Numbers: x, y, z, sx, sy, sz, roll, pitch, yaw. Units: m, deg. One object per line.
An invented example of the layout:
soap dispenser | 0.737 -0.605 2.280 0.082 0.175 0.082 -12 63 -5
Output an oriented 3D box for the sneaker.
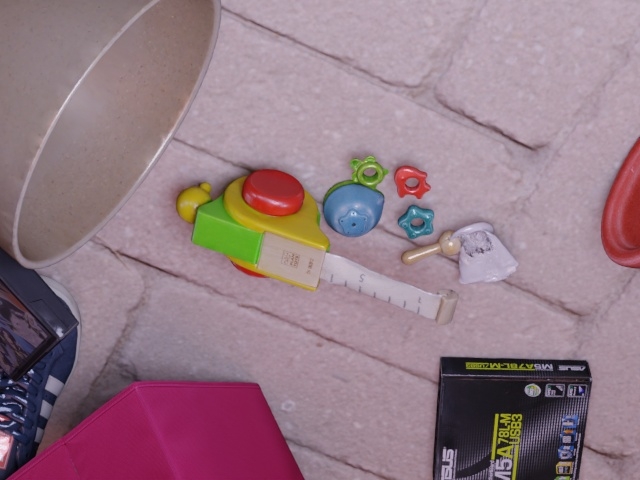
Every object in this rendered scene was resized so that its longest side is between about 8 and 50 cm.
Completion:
sneaker | -0.376 0.205 1.782 0.131 0.148 0.350 16 122 -9

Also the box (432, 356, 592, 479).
box | 0.234 0.231 1.846 0.184 0.045 0.191 1 122 -2

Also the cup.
cup | -0.288 -0.172 1.466 0.237 0.331 0.331 33 121 9

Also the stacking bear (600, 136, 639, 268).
stacking bear | 0.469 0.006 1.635 0.289 0.175 0.164 24 119 -22

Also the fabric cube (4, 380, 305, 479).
fabric cube | -0.175 0.339 1.741 0.259 0.258 0.254 -37 158 23

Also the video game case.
video game case | -0.387 0.022 1.595 0.275 0.035 0.248 49 153 -3

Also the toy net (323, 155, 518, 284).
toy net | 0.123 -0.025 1.685 0.232 0.045 0.122 19 120 -13

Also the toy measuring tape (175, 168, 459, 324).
toy measuring tape | 0.000 0.000 1.643 0.330 0.121 0.121 19 123 6
